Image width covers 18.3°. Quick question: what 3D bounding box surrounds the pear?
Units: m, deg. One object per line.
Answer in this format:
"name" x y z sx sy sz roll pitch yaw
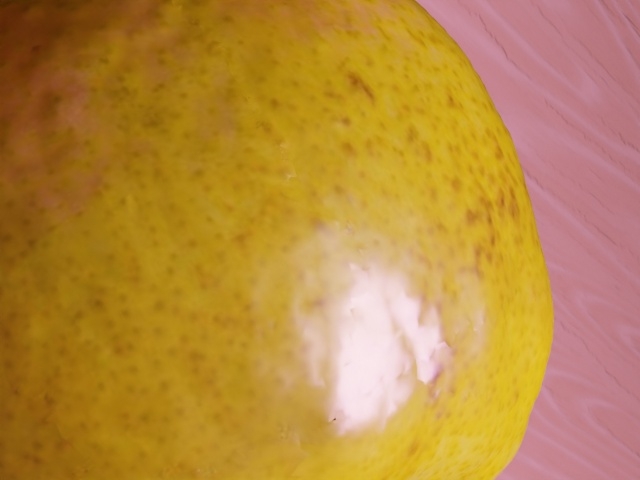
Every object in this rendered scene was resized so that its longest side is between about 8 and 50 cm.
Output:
"pear" -0.087 0.007 0.956 0.391 0.391 0.391 20 67 -60
